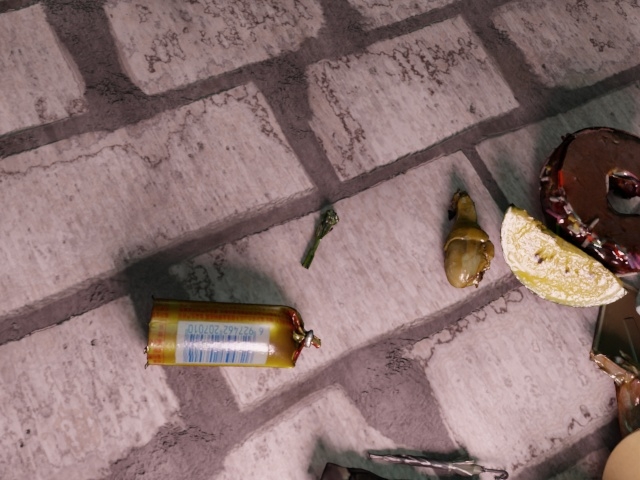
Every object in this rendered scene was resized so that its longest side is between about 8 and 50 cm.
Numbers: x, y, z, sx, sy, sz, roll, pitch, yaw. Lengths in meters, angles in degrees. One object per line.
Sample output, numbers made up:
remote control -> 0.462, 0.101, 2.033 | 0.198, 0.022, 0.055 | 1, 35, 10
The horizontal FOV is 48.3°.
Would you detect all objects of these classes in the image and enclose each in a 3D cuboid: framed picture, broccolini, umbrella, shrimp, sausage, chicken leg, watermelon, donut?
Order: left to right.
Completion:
sausage -> -0.152, 0.166, 1.276 | 0.317, 0.117, 0.125 | 4, 44, -14
broccolini -> 0.000, 0.000, 1.433 | 0.035, 0.030, 0.140 | 40, 64, -35
umbrella -> 0.221, 0.403, 1.304 | 0.269, 0.044, 0.044 | 12, 35, -9
chicken leg -> 0.307, -0.003, 1.479 | 0.103, 0.088, 0.228 | 8, 59, 1
watermelon -> 0.481, 0.043, 1.468 | 0.301, 0.129, 0.123 | 34, 57, -1
donut -> 0.596, -0.092, 1.551 | 0.259, 0.136, 0.345 | 16, 63, -7
framed picture -> 0.655, 0.190, 1.512 | 0.150, 0.015, 0.203 | 24, 64, -3
shrimp -> 0.636, 0.341, 1.410 | 0.317, 0.077, 0.168 | 42, 65, 0

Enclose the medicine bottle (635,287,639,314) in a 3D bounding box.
medicine bottle -> 0.771, 0.175, 1.497 | 0.229, 0.083, 0.121 | 42, 54, -4

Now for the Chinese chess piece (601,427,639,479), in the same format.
Chinese chess piece -> 0.633, 0.456, 1.257 | 0.102, 0.273, 0.273 | 16, 62, -35

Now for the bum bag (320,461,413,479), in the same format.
bum bag -> 0.150, 0.474, 1.228 | 0.340, 0.095, 0.144 | 13, 58, -14
